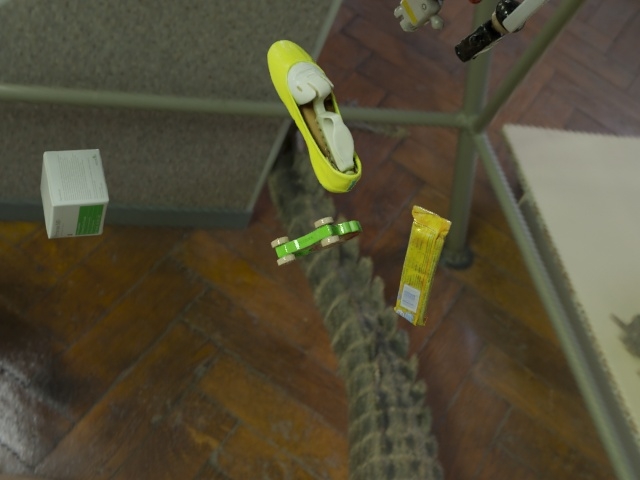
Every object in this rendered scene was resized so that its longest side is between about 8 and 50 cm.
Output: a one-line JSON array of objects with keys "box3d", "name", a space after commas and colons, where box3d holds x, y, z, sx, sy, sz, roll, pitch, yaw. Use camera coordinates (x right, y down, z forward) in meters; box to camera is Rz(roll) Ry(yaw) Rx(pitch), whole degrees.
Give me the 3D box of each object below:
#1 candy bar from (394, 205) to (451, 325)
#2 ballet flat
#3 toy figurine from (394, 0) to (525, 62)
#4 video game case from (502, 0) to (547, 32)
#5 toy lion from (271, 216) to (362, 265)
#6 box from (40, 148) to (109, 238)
[{"box3d": [0.098, 0.030, 1.002, 0.040, 0.162, 0.018, 28, 52, 19], "name": "candy bar"}, {"box3d": [0.000, -0.177, 1.395, 0.077, 0.077, 0.231, -23, 91, -22], "name": "ballet flat"}, {"box3d": [0.242, -0.435, 1.722, 0.209, 0.148, 0.213, 23, 61, -22], "name": "toy figurine"}, {"box3d": [0.329, -0.352, 1.275, 0.183, 0.201, 0.023, -41, 92, -11], "name": "video game case"}, {"box3d": [0.000, 0.000, 1.265, 0.034, 0.100, 0.096, 69, 18, 9], "name": "toy lion"}, {"box3d": [-0.381, -0.072, 1.565, 0.087, 0.101, 0.102, -4, 61, -21], "name": "box"}]
